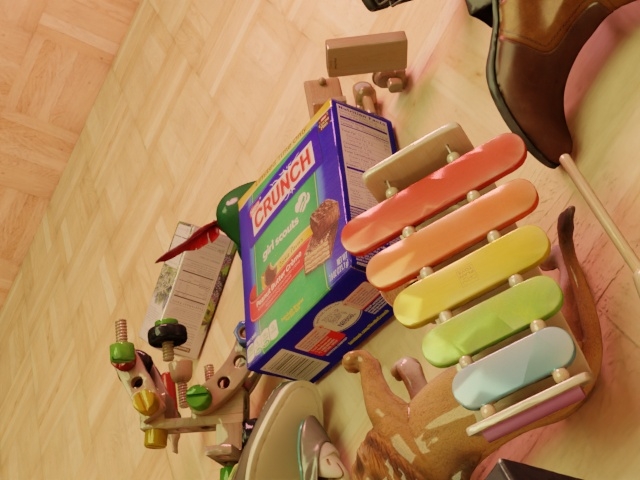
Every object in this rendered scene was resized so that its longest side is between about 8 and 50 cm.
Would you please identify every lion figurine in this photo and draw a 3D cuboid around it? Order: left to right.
[{"bbox_3d":[0.160,0.167,0.955,0.392,0.142,0.240,-48,42,27],"label":"lion figurine"}]

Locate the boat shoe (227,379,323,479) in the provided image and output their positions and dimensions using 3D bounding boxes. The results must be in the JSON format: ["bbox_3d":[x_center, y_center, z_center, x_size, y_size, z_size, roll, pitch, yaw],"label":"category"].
[{"bbox_3d":[-0.079,0.333,1.293,0.091,0.109,0.305,12,87,56],"label":"boat shoe"}]

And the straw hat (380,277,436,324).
[{"bbox_3d":[0.138,0.063,1.128,0.144,0.144,0.061,-109,9,-49],"label":"straw hat"}]

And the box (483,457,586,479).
[{"bbox_3d":[0.216,0.277,0.645,0.143,0.270,0.165,-59,31,20],"label":"box"}]

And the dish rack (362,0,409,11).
[{"bbox_3d":[0.184,-0.374,1.194,0.271,0.208,0.074,-15,100,58],"label":"dish rack"}]

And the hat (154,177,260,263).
[{"bbox_3d":[-0.172,-0.061,1.621,0.173,0.183,0.209,-54,32,27],"label":"hat"}]

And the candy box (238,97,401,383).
[{"bbox_3d":[0.000,0.000,1.350,0.268,0.122,0.317,-46,35,38],"label":"candy box"}]

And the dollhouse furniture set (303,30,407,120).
[{"bbox_3d":[0.048,-0.263,1.409,0.151,0.144,0.123,86,176,-47],"label":"dollhouse furniture set"}]

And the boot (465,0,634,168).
[{"bbox_3d":[0.312,-0.240,1.002,0.280,0.096,0.264,-21,74,32],"label":"boot"}]

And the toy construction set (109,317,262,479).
[{"bbox_3d":[-0.195,0.275,1.457,0.309,0.257,0.237,120,144,-62],"label":"toy construction set"}]

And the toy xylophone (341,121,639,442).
[{"bbox_3d":[0.171,0.022,0.895,0.236,0.081,0.323,-36,54,9],"label":"toy xylophone"}]

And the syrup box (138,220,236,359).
[{"bbox_3d":[-0.246,0.091,1.748,0.093,0.096,0.237,14,85,63],"label":"syrup box"}]

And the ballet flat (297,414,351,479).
[{"bbox_3d":[0.010,0.325,1.206,0.068,0.072,0.213,-14,57,25],"label":"ballet flat"}]
